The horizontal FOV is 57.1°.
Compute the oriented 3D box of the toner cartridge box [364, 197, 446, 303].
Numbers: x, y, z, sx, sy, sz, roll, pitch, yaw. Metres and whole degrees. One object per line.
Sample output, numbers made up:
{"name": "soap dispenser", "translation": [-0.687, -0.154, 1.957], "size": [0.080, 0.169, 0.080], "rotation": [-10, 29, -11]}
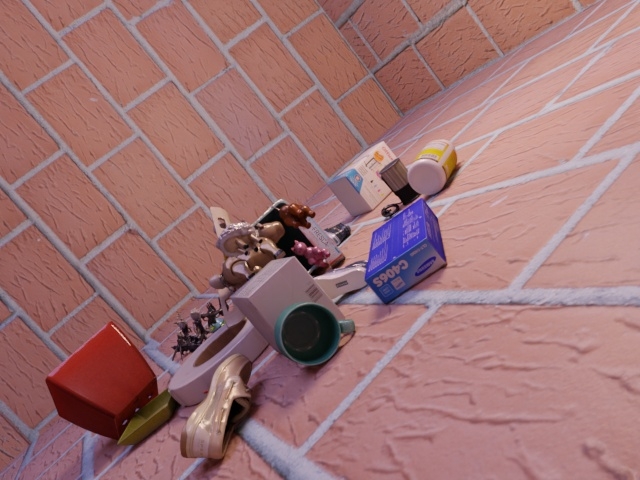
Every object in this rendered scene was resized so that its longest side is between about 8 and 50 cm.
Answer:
{"name": "toner cartridge box", "translation": [0.198, 0.013, 1.384], "size": [0.165, 0.075, 0.348], "rotation": [-37, 9, 18]}

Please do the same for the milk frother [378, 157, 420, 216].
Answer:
{"name": "milk frother", "translation": [0.232, -0.167, 1.902], "size": [0.143, 0.135, 0.129], "rotation": [-46, 11, -33]}

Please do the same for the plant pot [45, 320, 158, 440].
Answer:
{"name": "plant pot", "translation": [-0.669, 0.475, 1.888], "size": [0.267, 0.235, 0.267], "rotation": [-48, -19, -39]}

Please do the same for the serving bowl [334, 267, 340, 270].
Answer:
{"name": "serving bowl", "translation": [0.035, 0.116, 1.667], "size": [0.083, 0.027, 0.083], "rotation": [-39, 9, 8]}

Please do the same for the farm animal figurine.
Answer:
{"name": "farm animal figurine", "translation": [-0.141, 0.042, 1.633], "size": [0.327, 0.330, 0.172], "rotation": [-29, 43, -33]}

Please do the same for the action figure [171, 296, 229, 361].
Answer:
{"name": "action figure", "translation": [-0.453, 0.309, 2.114], "size": [0.164, 0.141, 0.276], "rotation": [-17, 19, 35]}

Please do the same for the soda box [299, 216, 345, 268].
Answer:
{"name": "soda box", "translation": [0.000, 0.000, 1.861], "size": [0.058, 0.183, 0.063], "rotation": [-39, -19, -1]}

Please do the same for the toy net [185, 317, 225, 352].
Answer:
{"name": "toy net", "translation": [-0.471, 0.387, 2.298], "size": [0.232, 0.045, 0.122], "rotation": [-39, 18, 16]}

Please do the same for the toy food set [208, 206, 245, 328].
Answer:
{"name": "toy food set", "translation": [-0.293, 0.079, 1.770], "size": [0.092, 0.306, 0.220], "rotation": [-9, 30, -13]}

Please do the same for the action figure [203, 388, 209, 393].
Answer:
{"name": "action figure", "translation": [-0.255, 0.374, 1.548], "size": [0.115, 0.038, 0.030], "rotation": [-40, -13, 1]}

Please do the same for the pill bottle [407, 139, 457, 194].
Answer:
{"name": "pill bottle", "translation": [0.351, -0.234, 1.812], "size": [0.117, 0.117, 0.215], "rotation": [-32, 12, 39]}

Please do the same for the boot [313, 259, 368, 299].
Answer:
{"name": "boot", "translation": [0.049, 0.104, 1.522], "size": [0.190, 0.069, 0.086], "rotation": [-15, 13, 22]}

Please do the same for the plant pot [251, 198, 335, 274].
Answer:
{"name": "plant pot", "translation": [-0.144, 0.067, 1.983], "size": [0.248, 0.247, 0.252], "rotation": [-46, -7, -33]}

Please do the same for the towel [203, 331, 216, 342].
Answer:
{"name": "towel", "translation": [-0.395, 0.370, 2.116], "size": [0.067, 0.029, 0.119], "rotation": [-38, 9, 8]}

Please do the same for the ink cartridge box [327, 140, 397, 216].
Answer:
{"name": "ink cartridge box", "translation": [0.186, -0.237, 2.290], "size": [0.232, 0.171, 0.168], "rotation": [-44, 11, -24]}

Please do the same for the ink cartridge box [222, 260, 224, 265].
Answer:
{"name": "ink cartridge box", "translation": [-0.210, 0.075, 2.269], "size": [0.197, 0.198, 0.270], "rotation": [-46, 11, -31]}

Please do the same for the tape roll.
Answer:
{"name": "tape roll", "translation": [-0.280, 0.328, 1.749], "size": [0.392, 0.072, 0.392], "rotation": [-38, 10, 8]}

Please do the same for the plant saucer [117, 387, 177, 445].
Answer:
{"name": "plant saucer", "translation": [-0.495, 0.520, 1.750], "size": [0.188, 0.045, 0.188], "rotation": [-38, 9, 5]}

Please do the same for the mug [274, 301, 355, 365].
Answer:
{"name": "mug", "translation": [-0.021, 0.201, 1.249], "size": [0.129, 0.157, 0.097], "rotation": [-67, 13, -11]}

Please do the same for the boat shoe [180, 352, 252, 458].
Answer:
{"name": "boat shoe", "translation": [-0.196, 0.355, 1.271], "size": [0.098, 0.109, 0.302], "rotation": [5, 23, 13]}

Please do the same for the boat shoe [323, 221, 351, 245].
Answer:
{"name": "boat shoe", "translation": [0.054, -0.026, 2.164], "size": [0.083, 0.065, 0.183], "rotation": [-40, 16, -11]}

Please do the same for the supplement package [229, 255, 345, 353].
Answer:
{"name": "supplement package", "translation": [-0.084, 0.159, 1.410], "size": [0.149, 0.194, 0.203], "rotation": [-42, 10, -18]}
